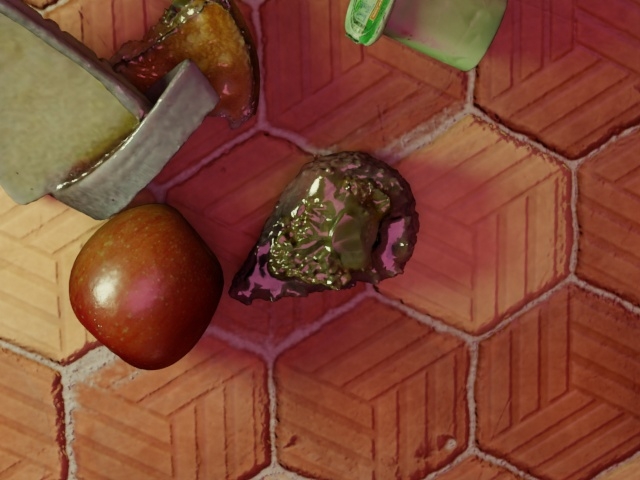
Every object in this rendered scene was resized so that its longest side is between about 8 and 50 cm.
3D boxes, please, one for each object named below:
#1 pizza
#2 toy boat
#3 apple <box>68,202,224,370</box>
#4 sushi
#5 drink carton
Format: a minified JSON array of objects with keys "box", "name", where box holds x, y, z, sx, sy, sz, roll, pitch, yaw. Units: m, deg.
[{"box":[-0.170,-0.206,1.796,0.195,0.052,0.185,-9,121,4],"name":"pizza"},{"box":[-0.287,-0.144,1.749,0.293,0.111,0.276,23,129,-12],"name":"toy boat"},{"box":[-0.199,0.055,1.791,0.168,0.181,0.181,-40,104,-2],"name":"apple"},{"box":[-0.001,-0.020,1.830,0.241,0.107,0.161,-9,101,-3],"name":"sushi"},{"box":[0.126,-0.271,1.769,0.142,0.144,0.146,21,101,-19],"name":"drink carton"}]
